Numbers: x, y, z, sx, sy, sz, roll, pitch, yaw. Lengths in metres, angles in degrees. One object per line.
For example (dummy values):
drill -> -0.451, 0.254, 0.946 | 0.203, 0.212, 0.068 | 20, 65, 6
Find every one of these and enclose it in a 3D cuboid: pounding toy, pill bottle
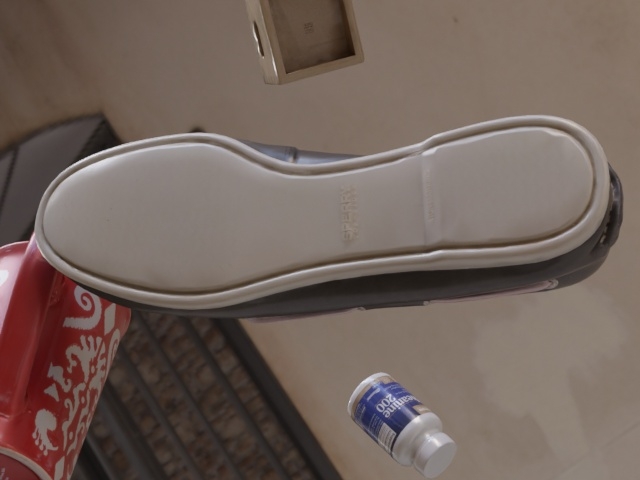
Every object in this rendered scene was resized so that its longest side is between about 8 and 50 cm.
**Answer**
pounding toy -> 0.005, -0.329, 1.446 | 0.206, 0.181, 0.094 | -18, 14, -15
pill bottle -> 0.091, 0.205, 1.151 | 0.067, 0.120, 0.067 | -26, -44, -29

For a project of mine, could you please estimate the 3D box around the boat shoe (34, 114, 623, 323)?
boat shoe -> 0.000, 0.000, 0.596 | 0.335, 0.112, 0.095 | -3, -25, 19

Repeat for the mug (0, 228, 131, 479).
mug -> -0.201, 0.083, 0.675 | 0.113, 0.169, 0.150 | -8, -51, 11
